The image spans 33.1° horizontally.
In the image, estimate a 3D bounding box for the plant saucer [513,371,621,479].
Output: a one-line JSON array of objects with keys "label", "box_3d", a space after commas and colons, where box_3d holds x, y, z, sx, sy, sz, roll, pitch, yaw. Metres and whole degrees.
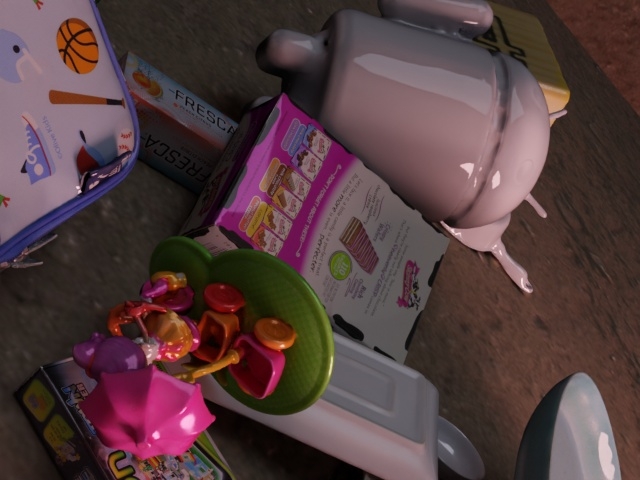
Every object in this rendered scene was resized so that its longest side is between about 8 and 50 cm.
[{"label": "plant saucer", "box_3d": [0.223, 0.276, 0.952, 0.317, 0.044, 0.317, -6, 90, -66]}]

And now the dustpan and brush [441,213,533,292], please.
[{"label": "dustpan and brush", "box_3d": [0.222, -0.018, 1.445, 0.211, 0.060, 0.147, 44, 39, 5]}]

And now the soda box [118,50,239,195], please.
[{"label": "soda box", "box_3d": [-0.128, -0.097, 1.023, 0.183, 0.063, 0.058, 33, 34, -29]}]

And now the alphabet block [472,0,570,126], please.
[{"label": "alphabet block", "box_3d": [0.171, -0.194, 1.382, 0.197, 0.192, 0.193, 14, 42, -19]}]

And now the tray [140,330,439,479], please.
[{"label": "tray", "box_3d": [-0.013, 0.106, 0.896, 0.270, 0.030, 0.145, 26, 31, -9]}]

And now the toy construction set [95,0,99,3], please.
[{"label": "toy construction set", "box_3d": [-0.230, -0.423, 1.061, 0.237, 0.309, 0.257, 38, 22, -10]}]

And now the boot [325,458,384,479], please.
[{"label": "boot", "box_3d": [0.094, 0.243, 0.924, 0.208, 0.076, 0.189, 34, 30, -13]}]

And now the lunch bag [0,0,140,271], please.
[{"label": "lunch bag", "box_3d": [-0.253, -0.122, 0.704, 0.243, 0.115, 0.303, -41, 116, -51]}]

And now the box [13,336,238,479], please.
[{"label": "box", "box_3d": [-0.113, 0.170, 0.745, 0.207, 0.036, 0.114, 56, 29, 12]}]

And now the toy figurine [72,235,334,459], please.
[{"label": "toy figurine", "box_3d": [-0.103, 0.078, 0.735, 0.173, 0.130, 0.159, 35, 33, 21]}]

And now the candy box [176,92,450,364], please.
[{"label": "candy box", "box_3d": [0.000, 0.000, 1.002, 0.233, 0.071, 0.159, 40, 57, -23]}]

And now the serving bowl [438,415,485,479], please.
[{"label": "serving bowl", "box_3d": [0.118, 0.205, 1.030, 0.083, 0.027, 0.083, 36, 19, -15]}]

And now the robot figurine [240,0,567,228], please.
[{"label": "robot figurine", "box_3d": [0.096, -0.129, 1.168, 0.354, 0.299, 0.200, 15, 5, -11]}]
